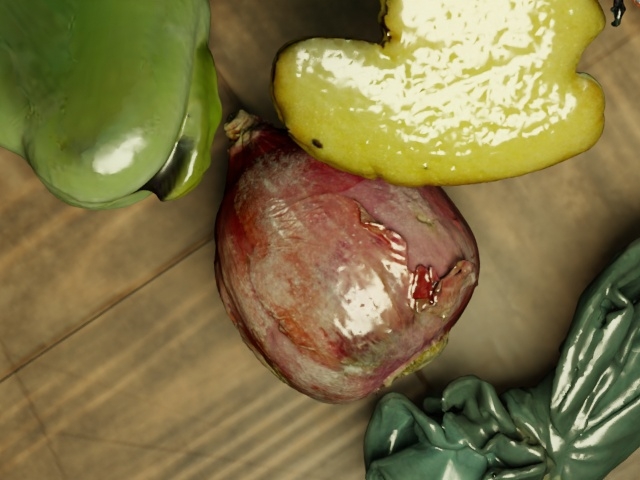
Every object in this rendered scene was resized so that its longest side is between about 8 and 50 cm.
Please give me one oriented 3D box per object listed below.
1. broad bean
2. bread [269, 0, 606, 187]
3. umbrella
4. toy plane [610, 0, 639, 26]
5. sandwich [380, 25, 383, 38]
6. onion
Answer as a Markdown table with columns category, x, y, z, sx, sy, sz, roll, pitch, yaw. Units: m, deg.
| category | x | y | z | sx | sy | sz | roll | pitch | yaw |
| --- | --- | --- | --- | --- | --- | --- | --- | --- | --- |
| broad bean | -0.144 | -0.123 | 1.200 | 0.169 | 0.100 | 0.228 | -39 | 88 | -6 |
| bread | 0.064 | -0.108 | 1.098 | 0.188 | 0.065 | 0.149 | -4 | 117 | 1 |
| umbrella | 0.183 | 0.073 | 1.189 | 0.349 | 0.143 | 0.094 | -36 | 58 | 0 |
| toy plane | 0.235 | -0.128 | 1.214 | 0.130 | 0.061 | 0.189 | 0 | 95 | 0 |
| sandwich | 0.114 | -0.185 | 1.134 | 0.108 | 0.220 | 0.186 | 20 | 91 | -1 |
| onion | 0.000 | 0.000 | 1.174 | 0.159 | 0.159 | 0.195 | -41 | 81 | 1 |
